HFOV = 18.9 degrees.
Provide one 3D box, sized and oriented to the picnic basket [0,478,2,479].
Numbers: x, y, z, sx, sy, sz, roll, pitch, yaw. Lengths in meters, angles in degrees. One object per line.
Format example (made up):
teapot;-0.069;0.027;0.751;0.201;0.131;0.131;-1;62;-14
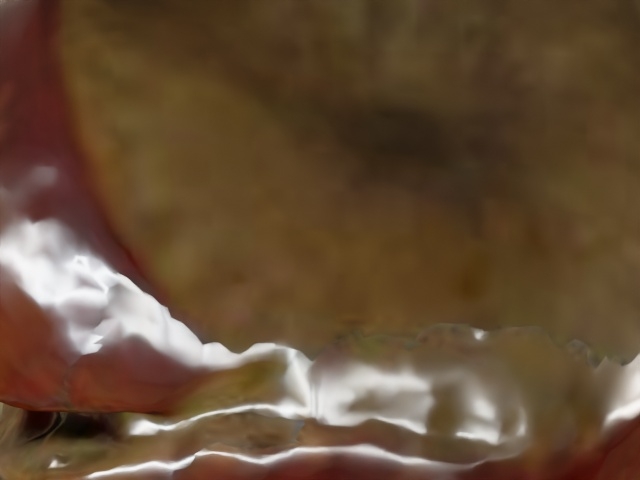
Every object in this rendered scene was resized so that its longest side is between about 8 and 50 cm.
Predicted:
picnic basket;-0.248;0.171;1.241;0.254;0.291;0.321;-31;-84;-12

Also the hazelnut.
hazelnut;0.000;0.000;0.928;0.409;0.359;0.359;3;-139;-1
